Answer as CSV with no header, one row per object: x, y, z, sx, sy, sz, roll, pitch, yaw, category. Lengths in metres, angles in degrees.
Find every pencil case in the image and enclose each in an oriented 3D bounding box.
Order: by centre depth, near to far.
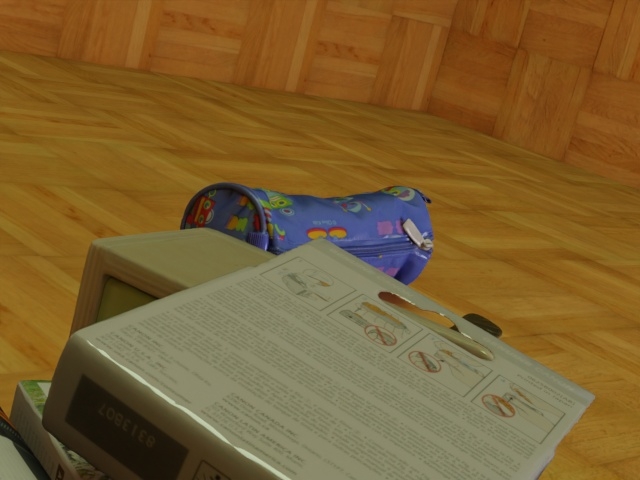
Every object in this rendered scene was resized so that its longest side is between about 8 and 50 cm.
0.000,0.000,1.223,0.133,0.119,0.306,5,4,42,pencil case

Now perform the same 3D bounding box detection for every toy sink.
-0.034,0.103,0.697,0.234,0.153,0.131,23,16,27,toy sink

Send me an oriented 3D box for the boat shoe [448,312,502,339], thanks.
0.122,0.110,1.094,0.056,0.048,0.153,34,26,21,boat shoe

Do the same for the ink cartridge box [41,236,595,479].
0.013,0.083,0.554,0.189,0.066,0.232,31,19,19,ink cartridge box

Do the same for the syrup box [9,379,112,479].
-0.074,0.158,0.542,0.093,0.096,0.237,5,19,-34,syrup box

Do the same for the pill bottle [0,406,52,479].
-0.194,0.116,0.512,0.130,0.130,0.245,5,16,-35,pill bottle
